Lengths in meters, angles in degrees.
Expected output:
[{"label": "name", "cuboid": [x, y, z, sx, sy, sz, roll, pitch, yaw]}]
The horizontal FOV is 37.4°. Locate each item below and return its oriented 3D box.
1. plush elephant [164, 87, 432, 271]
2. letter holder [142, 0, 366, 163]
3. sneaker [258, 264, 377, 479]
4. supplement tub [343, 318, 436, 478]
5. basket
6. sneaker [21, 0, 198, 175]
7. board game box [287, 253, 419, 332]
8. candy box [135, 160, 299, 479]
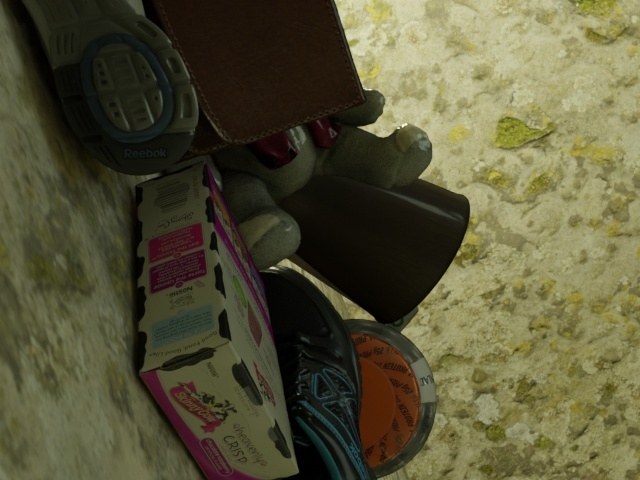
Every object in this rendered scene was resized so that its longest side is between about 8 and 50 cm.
[{"label": "plush elephant", "cuboid": [-0.067, -0.176, 1.004, 0.330, 0.272, 0.255, 34, -39, 43]}, {"label": "letter holder", "cuboid": [-0.113, -0.223, 0.784, 0.152, 0.214, 0.302, -101, 173, -81]}, {"label": "sneaker", "cuboid": [-0.018, 0.161, 0.933, 0.139, 0.125, 0.341, 53, 15, -62]}, {"label": "supplement tub", "cuboid": [0.051, 0.199, 1.204, 0.316, 0.193, 0.193, 51, 19, -81]}, {"label": "basket", "cuboid": [0.042, -0.028, 1.205, 0.227, 0.204, 0.154, 31, 17, -22]}, {"label": "sneaker", "cuboid": [-0.181, -0.181, 0.701, 0.129, 0.111, 0.297, 157, -84, -76]}, {"label": "board game box", "cuboid": [0.000, 0.000, 1.391, 0.305, 0.053, 0.193, 34, 15, -14]}, {"label": "candy box", "cuboid": [-0.089, 0.066, 0.774, 0.233, 0.071, 0.159, -106, 175, -52]}]
